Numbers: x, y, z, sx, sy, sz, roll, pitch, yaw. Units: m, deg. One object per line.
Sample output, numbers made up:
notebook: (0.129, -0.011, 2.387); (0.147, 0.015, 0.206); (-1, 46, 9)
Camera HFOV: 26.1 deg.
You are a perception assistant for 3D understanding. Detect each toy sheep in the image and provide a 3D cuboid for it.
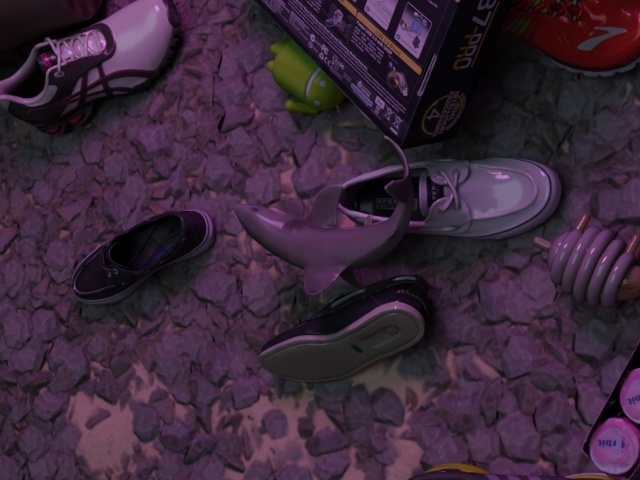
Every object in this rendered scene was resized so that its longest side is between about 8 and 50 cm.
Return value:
toy sheep: (0.285, 0.024, 1.453); (0.132, 0.091, 0.091); (24, 96, 24)

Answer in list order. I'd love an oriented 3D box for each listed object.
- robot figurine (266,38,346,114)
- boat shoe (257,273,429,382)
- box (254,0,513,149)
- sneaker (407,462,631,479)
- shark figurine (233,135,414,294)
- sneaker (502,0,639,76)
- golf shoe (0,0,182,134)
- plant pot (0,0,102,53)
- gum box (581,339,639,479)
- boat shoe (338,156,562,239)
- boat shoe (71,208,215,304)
robot figurine: (-0.011, -0.200, 1.658); (0.115, 0.067, 0.101); (37, 130, 28)
boat shoe: (0.028, 0.105, 1.609); (0.233, 0.084, 0.079); (-24, 37, 32)
box: (0.050, -0.342, 1.515); (0.395, 0.097, 0.318); (49, 137, 33)
sneaker: (0.209, 0.294, 1.443); (0.300, 0.121, 0.111); (-3, 83, 30)
shark figurine: (0.026, 0.007, 1.526); (0.278, 0.116, 0.166); (-18, 117, 45)
sneaker: (0.231, -0.257, 1.495); (0.279, 0.118, 0.107); (25, 98, 30)
golf shoe: (-0.301, -0.232, 1.801); (0.273, 0.120, 0.105); (-34, 67, 21)
plant pot: (-0.444, -0.374, 1.811); (0.280, 0.323, 0.323); (-3, 83, 16)
gum box: (0.342, 0.153, 1.391); (0.062, 0.107, 0.188); (31, 100, 29)
boat shoe: (0.137, -0.045, 1.544); (0.258, 0.084, 0.095); (-9, 80, 29)
boat shoe: (-0.241, 0.020, 1.760); (0.228, 0.076, 0.080); (-21, 74, 26)
